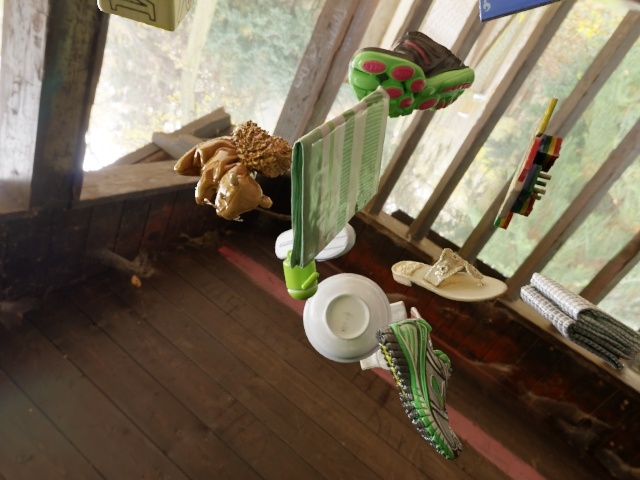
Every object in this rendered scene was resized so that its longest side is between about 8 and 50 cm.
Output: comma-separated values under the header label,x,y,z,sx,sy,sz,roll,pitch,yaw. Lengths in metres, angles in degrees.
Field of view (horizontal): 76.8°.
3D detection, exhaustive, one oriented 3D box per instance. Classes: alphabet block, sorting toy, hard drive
label,x,y,z,sx,sy,sz,roll,pitch,yaw
alphabet block,-0.429,-0.677,1.000,0.193,0.197,0.192,15,-130,-7
sorting toy,0.342,-0.111,0.646,0.046,0.132,0.274,22,170,20
hard drive,0.679,-0.857,1.296,0.318,0.210,0.040,-2,-172,29

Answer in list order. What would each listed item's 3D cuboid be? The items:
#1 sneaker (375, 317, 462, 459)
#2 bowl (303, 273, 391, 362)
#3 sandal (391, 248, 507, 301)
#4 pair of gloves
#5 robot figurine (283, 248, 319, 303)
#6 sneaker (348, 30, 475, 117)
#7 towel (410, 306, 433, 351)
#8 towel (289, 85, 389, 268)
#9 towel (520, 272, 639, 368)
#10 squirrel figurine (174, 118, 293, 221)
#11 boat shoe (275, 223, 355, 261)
label,x,y,z,sx,sy,sz,roll,pitch,yaw
sneaker,0.264,0.349,0.962,0.134,0.146,0.344,149,99,-81
bowl,0.086,0.244,1.300,0.298,0.298,0.134,32,171,10
sandal,0.238,0.054,0.799,0.240,0.079,0.088,8,-147,46
pair of gloves,0.225,0.351,1.482,0.042,0.204,0.240,22,-119,-57
robot figurine,-0.041,0.074,0.856,0.067,0.115,0.101,-12,-169,-19
sneaker,0.241,-0.480,1.155,0.482,0.185,0.202,-15,-112,-41
towel,0.316,0.323,1.244,0.029,0.197,0.144,-15,-160,1
towel,0.041,-0.123,0.731,0.038,0.248,0.325,22,-138,21
towel,0.771,0.236,1.203,0.283,0.121,0.235,28,-166,-13
squirrel figurine,-0.288,-0.257,1.474,0.281,0.397,0.370,44,180,-35
boat shoe,0.000,0.000,1.183,0.119,0.121,0.335,5,173,-37
